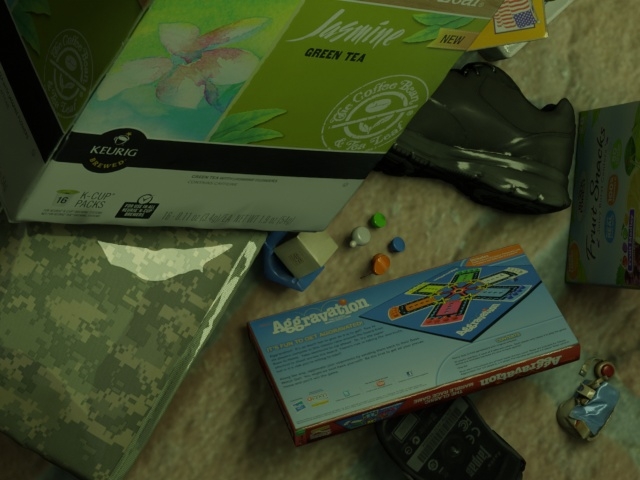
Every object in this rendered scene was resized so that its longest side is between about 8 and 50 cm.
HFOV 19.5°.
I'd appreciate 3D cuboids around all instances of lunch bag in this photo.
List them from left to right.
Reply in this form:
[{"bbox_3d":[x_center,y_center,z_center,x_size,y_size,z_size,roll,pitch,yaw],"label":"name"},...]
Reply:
[{"bbox_3d":[-0.212,0.041,1.667,0.235,0.169,0.287,33,88,-10],"label":"lunch bag"}]

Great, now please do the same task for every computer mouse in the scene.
[{"bbox_3d":[0.121,0.252,1.797,0.262,0.060,0.184,39,78,-21],"label":"computer mouse"}]

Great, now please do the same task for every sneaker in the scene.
[{"bbox_3d":[0.116,-0.117,1.780,0.286,0.109,0.130,18,80,-21],"label":"sneaker"}]

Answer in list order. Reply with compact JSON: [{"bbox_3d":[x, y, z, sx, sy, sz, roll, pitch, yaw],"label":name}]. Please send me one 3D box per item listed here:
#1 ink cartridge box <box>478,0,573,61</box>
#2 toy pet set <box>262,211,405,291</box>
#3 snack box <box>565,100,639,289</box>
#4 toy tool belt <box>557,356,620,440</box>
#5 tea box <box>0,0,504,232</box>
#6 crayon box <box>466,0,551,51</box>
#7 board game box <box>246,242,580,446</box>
[{"bbox_3d":[0.196,-0.365,1.806,0.296,0.066,0.261,-43,99,-9],"label":"ink cartridge box"},{"bbox_3d":[0.000,0.000,1.779,0.122,0.065,0.114,51,46,-11],"label":"toy pet set"},{"bbox_3d":[0.302,-0.040,1.756,0.070,0.207,0.174,5,88,-12],"label":"snack box"},{"bbox_3d":[0.271,0.156,1.829,0.052,0.051,0.083,32,83,-11],"label":"toy tool belt"},{"bbox_3d":[-0.084,-0.189,1.536,0.329,0.323,0.220,1,50,-39],"label":"tea box"},{"bbox_3d":[0.100,-0.317,1.712,0.203,0.083,0.323,-8,81,15],"label":"crayon box"},{"bbox_3d":[0.086,0.095,1.755,0.281,0.145,0.027,-16,138,-11],"label":"board game box"}]
